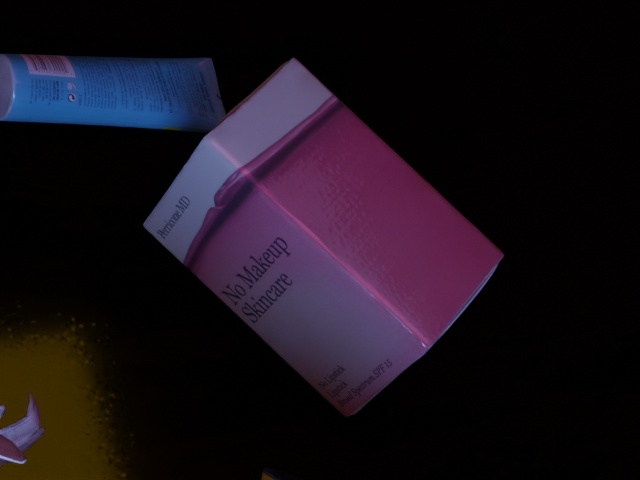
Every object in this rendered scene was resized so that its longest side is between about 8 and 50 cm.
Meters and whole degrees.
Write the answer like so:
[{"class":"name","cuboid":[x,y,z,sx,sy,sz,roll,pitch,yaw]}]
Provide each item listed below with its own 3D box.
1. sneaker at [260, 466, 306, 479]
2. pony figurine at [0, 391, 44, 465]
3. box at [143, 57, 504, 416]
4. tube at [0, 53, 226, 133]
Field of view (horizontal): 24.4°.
[{"class":"sneaker","cuboid":[0.027,0.240,1.108,0.209,0.069,0.082,25,86,-24]},{"class":"pony figurine","cuboid":[-0.359,0.139,0.849,0.351,0.303,0.363,-35,85,-6]},{"class":"box","cuboid":[0.000,0.000,1.170,0.232,0.148,0.127,43,52,1]},{"class":"tube","cuboid":[-0.168,-0.123,1.218,0.207,0.052,0.080,-1,68,-35]}]
